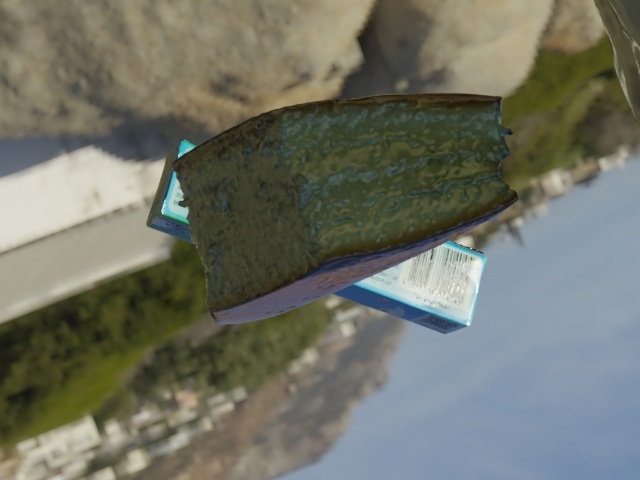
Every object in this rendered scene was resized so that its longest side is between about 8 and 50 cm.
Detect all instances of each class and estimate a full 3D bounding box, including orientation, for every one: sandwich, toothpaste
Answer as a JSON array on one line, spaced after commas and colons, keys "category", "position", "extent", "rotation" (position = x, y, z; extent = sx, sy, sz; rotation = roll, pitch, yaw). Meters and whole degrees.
[{"category": "sandwich", "position": [-0.011, -0.017, 0.989], "extent": [0.096, 0.094, 0.258], "rotation": [-3, 166, -42]}, {"category": "toothpaste", "position": [0.000, 0.000, 1.385], "extent": [0.266, 0.065, 0.050], "rotation": [20, 163, -15]}]

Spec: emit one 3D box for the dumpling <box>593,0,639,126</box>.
[{"category": "dumpling", "position": [0.192, -0.131, 0.774], "extent": [0.233, 0.315, 0.395], "rotation": [0, -157, -21]}]
